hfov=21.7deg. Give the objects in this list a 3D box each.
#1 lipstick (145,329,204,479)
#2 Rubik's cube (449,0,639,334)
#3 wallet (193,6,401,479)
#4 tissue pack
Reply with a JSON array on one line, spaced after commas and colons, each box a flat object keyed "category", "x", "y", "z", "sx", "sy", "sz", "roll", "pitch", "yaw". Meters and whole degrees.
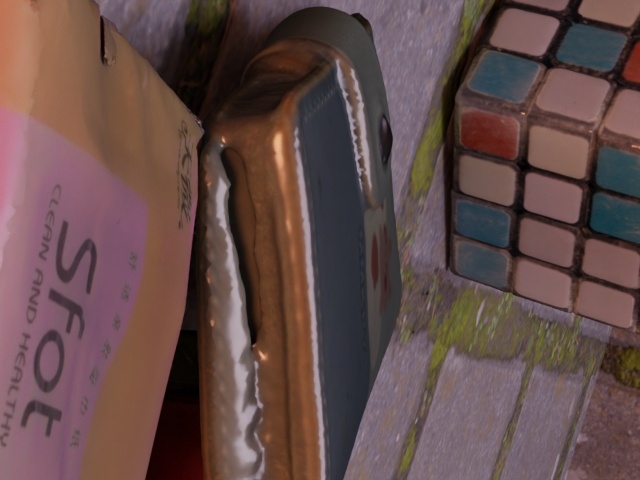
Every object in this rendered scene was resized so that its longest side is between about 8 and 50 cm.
[{"category": "lipstick", "x": -0.084, "y": 0.169, "z": 0.985, "sx": 0.080, "sy": 0.080, "sz": 0.241, "roll": -45, "pitch": 147, "yaw": -55}, {"category": "Rubik's cube", "x": 0.276, "y": -0.095, "z": 1.503, "sx": 0.253, "sy": 0.259, "sz": 0.256, "roll": -59, "pitch": 157, "yaw": -33}, {"category": "wallet", "x": 0.000, "y": 0.000, "z": 0.936, "sx": 0.360, "sy": 0.083, "sz": 0.252, "roll": -63, "pitch": 152, "yaw": -71}, {"category": "tissue pack", "x": -0.137, "y": 0.034, "z": 0.642, "sx": 0.215, "sy": 0.123, "sz": 0.257, "roll": 51, "pitch": 46, "yaw": -70}]
